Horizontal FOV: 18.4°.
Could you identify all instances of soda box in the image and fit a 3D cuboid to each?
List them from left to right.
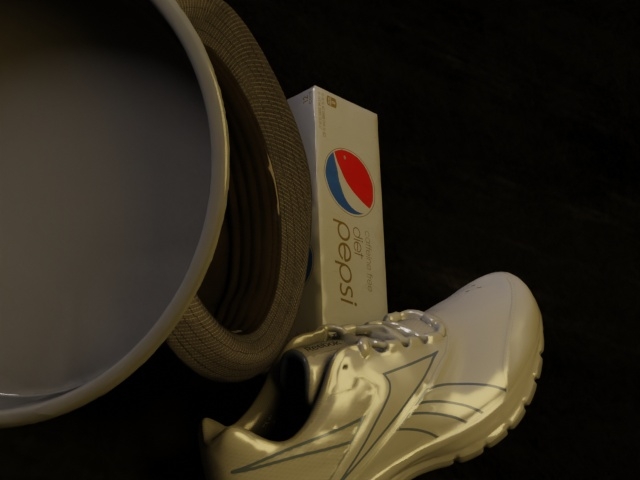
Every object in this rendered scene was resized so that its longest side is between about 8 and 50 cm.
[{"bbox_3d":[0.000,0.000,1.470,0.074,0.069,0.216,21,58,-41],"label":"soda box"}]

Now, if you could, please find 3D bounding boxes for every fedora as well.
[{"bbox_3d":[-0.111,-0.024,1.297,0.275,0.124,0.244,-79,147,-48],"label":"fedora"}]

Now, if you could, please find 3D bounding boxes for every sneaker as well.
[{"bbox_3d":[0.041,0.105,1.352,0.297,0.111,0.129,-39,120,-29],"label":"sneaker"}]

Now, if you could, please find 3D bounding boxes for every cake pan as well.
[{"bbox_3d":[-0.183,-0.037,1.150,0.054,0.293,0.293,18,55,-72],"label":"cake pan"}]
